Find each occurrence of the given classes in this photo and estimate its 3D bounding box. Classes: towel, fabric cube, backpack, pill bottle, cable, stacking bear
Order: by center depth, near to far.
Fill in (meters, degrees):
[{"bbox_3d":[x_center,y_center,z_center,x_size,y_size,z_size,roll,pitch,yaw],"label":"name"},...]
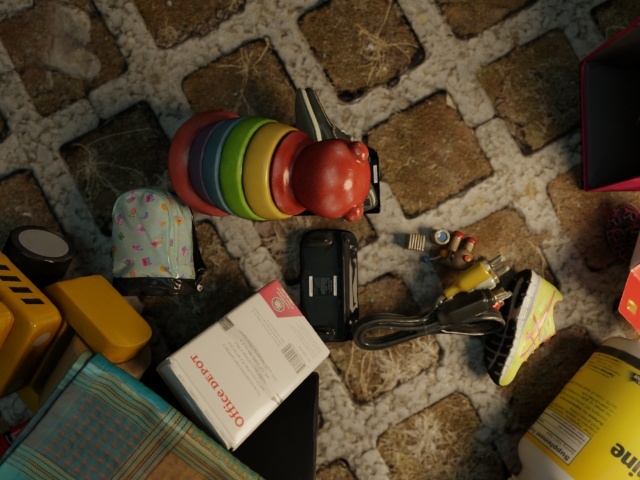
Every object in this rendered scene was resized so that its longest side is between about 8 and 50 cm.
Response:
[{"bbox_3d":[-0.242,0.352,0.563,0.370,0.040,0.271,40,96,-3],"label":"towel"},{"bbox_3d":[-0.063,-0.101,0.622,0.288,0.164,0.176,11,101,27],"label":"stacking bear"},{"bbox_3d":[0.614,-0.217,0.664,0.257,0.259,0.254,2,87,-1],"label":"fabric cube"},{"bbox_3d":[0.449,0.337,0.676,0.188,0.188,0.334,41,88,1],"label":"pill bottle"},{"bbox_3d":[-0.277,0.002,0.713,0.151,0.115,0.182,-1,85,2],"label":"backpack"},{"bbox_3d":[0.199,0.129,0.734,0.287,0.072,0.140,-22,123,12],"label":"cable"}]

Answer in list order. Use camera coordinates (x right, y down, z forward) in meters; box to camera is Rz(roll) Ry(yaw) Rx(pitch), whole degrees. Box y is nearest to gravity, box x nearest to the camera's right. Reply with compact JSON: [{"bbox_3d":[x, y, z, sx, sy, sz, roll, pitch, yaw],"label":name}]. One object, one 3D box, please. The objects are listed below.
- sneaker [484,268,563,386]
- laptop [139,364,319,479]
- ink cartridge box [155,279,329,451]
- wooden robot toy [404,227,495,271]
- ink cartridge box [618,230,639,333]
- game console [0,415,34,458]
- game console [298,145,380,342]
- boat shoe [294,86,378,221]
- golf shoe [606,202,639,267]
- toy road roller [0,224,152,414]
[{"bbox_3d":[0.361,0.161,0.736,0.094,0.081,0.209,24,89,-5],"label":"sneaker"},{"bbox_3d":[-0.198,0.457,0.718,0.381,0.236,0.408,2,111,2],"label":"laptop"},{"bbox_3d":[-0.117,0.191,0.667,0.217,0.092,0.159,-35,88,-40],"label":"ink cartridge box"},{"bbox_3d":[0.239,0.020,0.738,0.173,0.079,0.076,25,88,-1],"label":"wooden robot toy"},{"bbox_3d":[0.575,0.073,0.678,0.181,0.056,0.225,42,63,-13],"label":"ink cartridge box"},{"bbox_3d":[-0.492,0.384,0.744,0.124,0.085,0.144,-29,89,-33],"label":"game console"},{"bbox_3d":[0.000,0.000,0.754,0.213,0.044,0.362,-1,87,0],"label":"game console"},{"bbox_3d":[0.021,-0.148,0.706,0.079,0.084,0.233,-22,85,-20],"label":"boat shoe"},{"bbox_3d":[0.579,0.017,0.758,0.085,0.067,0.186,-22,89,-27],"label":"golf shoe"},{"bbox_3d":[-0.442,0.145,0.605,0.329,0.240,0.203,40,106,10],"label":"toy road roller"}]
